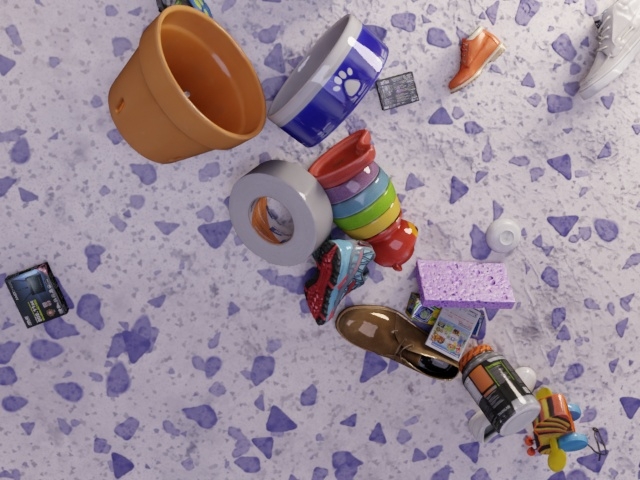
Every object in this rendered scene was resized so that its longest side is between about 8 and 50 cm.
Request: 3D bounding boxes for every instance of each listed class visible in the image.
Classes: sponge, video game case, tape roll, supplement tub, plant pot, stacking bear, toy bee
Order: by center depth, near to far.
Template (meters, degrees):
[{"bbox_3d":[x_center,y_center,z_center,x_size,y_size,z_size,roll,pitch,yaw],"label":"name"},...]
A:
[{"bbox_3d":[-0.277,-0.285,1.657,0.203,0.291,0.291,-27,106,30],"label":"plant pot"},{"bbox_3d":[-0.085,-0.056,1.767,0.219,0.072,0.219,17,126,25],"label":"tape roll"},{"bbox_3d":[0.109,-0.066,1.815,0.164,0.175,0.289,-30,113,11],"label":"stacking bear"},{"bbox_3d":[0.298,0.198,1.891,0.087,0.011,0.122,28,81,-9],"label":"video game case"},{"bbox_3d":[0.323,0.099,1.895,0.210,0.117,0.031,3,137,-8],"label":"sponge"},{"bbox_3d":[0.401,0.336,1.910,0.117,0.190,0.117,-20,142,-16],"label":"supplement tub"},{"bbox_3d":[0.549,0.466,1.981,0.162,0.195,0.298,-23,117,23],"label":"toy bee"}]

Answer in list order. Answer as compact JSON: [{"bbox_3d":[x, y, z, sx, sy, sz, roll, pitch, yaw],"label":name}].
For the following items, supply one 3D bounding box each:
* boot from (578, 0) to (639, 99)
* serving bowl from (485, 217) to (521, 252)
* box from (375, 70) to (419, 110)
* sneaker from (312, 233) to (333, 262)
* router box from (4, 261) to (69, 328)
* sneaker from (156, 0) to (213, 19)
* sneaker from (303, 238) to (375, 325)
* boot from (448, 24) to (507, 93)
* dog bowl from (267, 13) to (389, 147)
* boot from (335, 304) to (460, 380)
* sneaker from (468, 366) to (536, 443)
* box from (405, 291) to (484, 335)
[{"bbox_3d":[0.628,-0.435,1.833,0.123,0.095,0.258,44,86,-8],"label":"boot"},{"bbox_3d":[0.422,-0.009,1.926,0.083,0.027,0.083,-1,102,-7],"label":"serving bowl"},{"bbox_3d":[0.167,-0.325,1.829,0.083,0.018,0.067,-17,104,-3],"label":"box"},{"bbox_3d":[0.000,0.000,1.851,0.065,0.076,0.166,-23,104,-1],"label":"sneaker"},{"bbox_3d":[-0.614,0.118,1.823,0.092,0.038,0.122,-21,104,-1],"label":"router box"},{"bbox_3d":[-0.291,-0.485,1.723,0.078,0.067,0.188,-38,107,24],"label":"sneaker"},{"bbox_3d":[0.050,0.095,1.823,0.125,0.104,0.262,-10,147,-25],"label":"sneaker"},{"bbox_3d":[0.319,-0.390,1.817,0.084,0.059,0.158,43,86,-10],"label":"boot"},{"bbox_3d":[0.014,-0.318,1.686,0.104,0.265,0.265,37,96,-16],"label":"dog bowl"},{"bbox_3d":[0.181,0.233,1.907,0.305,0.115,0.112,22,101,-10],"label":"boot"},{"bbox_3d":[0.443,0.396,1.984,0.080,0.094,0.212,38,95,-12],"label":"sneaker"},{"bbox_3d":[0.285,0.169,1.932,0.169,0.059,0.054,14,99,-10],"label":"box"}]
